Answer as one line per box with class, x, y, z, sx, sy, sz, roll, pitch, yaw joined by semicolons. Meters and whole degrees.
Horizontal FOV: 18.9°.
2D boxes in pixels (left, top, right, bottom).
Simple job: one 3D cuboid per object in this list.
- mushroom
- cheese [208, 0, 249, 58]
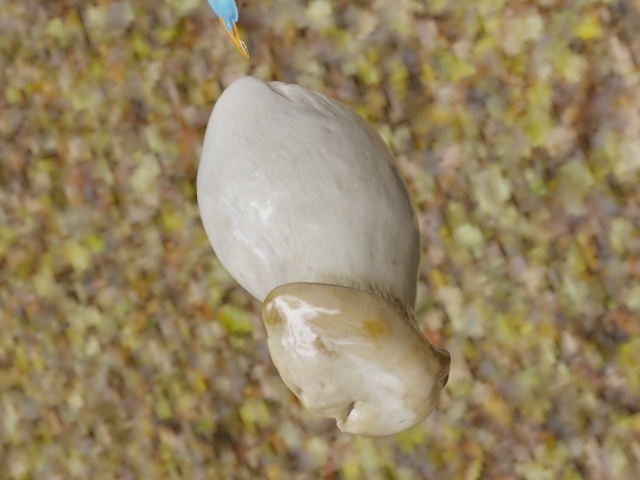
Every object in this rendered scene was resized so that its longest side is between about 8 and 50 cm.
mushroom;-0.002;0.001;0.836;0.212;0.088;0.097;-115;22;-50
cheese;-0.064;-0.156;1.268;0.047;0.017;0.111;57;172;23
